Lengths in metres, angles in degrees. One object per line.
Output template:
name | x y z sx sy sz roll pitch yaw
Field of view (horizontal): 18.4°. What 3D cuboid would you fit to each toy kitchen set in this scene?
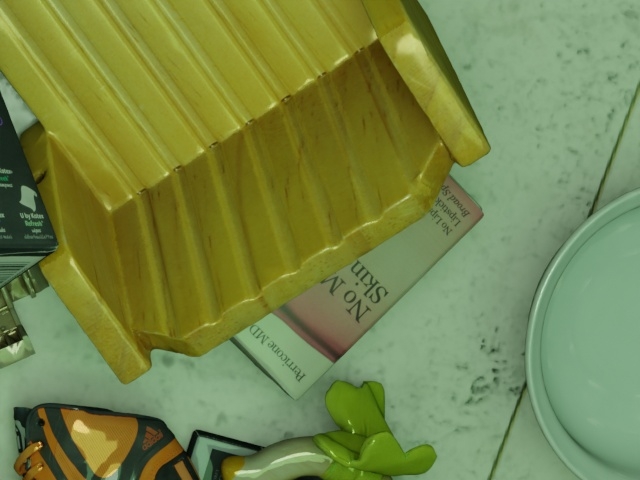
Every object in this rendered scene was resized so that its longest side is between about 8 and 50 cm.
toy kitchen set | -0.261 0.051 1.687 0.068 0.075 0.083 -24 106 -10

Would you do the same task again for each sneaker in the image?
sneaker | -0.263 0.238 1.703 0.321 0.124 0.180 -20 90 -10

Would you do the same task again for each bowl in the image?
bowl | 0.305 0.084 1.789 0.298 0.134 0.297 -2 98 -13

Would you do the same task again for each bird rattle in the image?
bird rattle | 0.015 0.254 1.747 0.207 0.143 0.253 -7 111 -1

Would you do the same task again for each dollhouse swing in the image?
dollhouse swing | -0.113 -0.148 1.555 0.347 0.315 0.305 -31 125 9

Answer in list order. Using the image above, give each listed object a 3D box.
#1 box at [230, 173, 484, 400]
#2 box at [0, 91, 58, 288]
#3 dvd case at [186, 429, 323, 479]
box | 0.000 0.000 1.712 0.232 0.127 0.148 -45 104 -4
box | -0.344 -0.076 1.535 0.165 0.143 0.270 -31 73 30
dvd case | -0.027 0.286 1.795 0.239 0.029 0.179 16 93 -15
